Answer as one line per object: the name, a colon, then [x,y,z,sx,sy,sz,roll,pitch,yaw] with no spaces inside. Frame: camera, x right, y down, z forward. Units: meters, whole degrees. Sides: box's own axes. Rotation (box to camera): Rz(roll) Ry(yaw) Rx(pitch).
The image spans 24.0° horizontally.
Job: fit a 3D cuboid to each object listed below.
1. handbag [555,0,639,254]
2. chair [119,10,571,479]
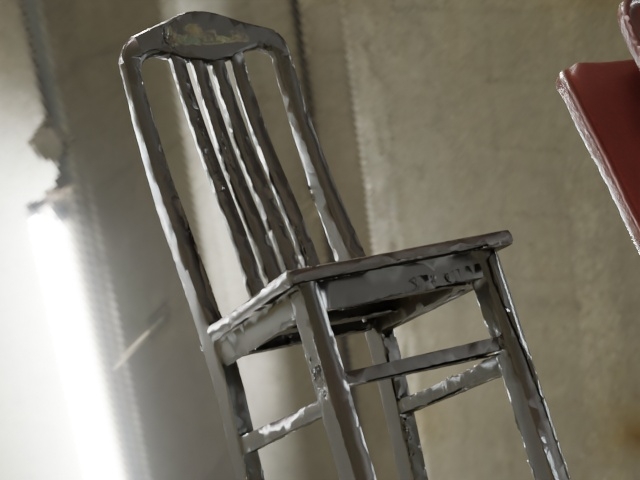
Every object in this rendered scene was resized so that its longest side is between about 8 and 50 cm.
handbag: [0.295,-0.019,0.939,0.275,0.260,0.084,20,-58,-26]
chair: [0.000,0.000,0.524,0.101,0.084,0.213,-32,-110,59]
